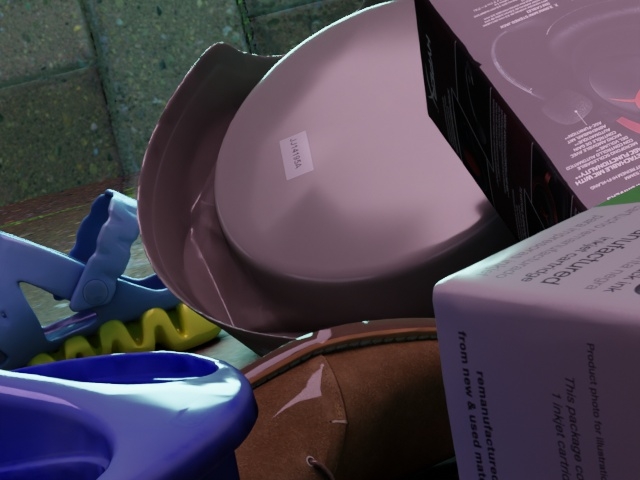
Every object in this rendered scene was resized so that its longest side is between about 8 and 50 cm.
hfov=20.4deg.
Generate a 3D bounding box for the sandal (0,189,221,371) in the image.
[{"bbox_3d":[-0.240,0.054,1.409,0.317,0.138,0.126,-19,12,-22],"label":"sandal"}]

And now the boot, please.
[{"bbox_3d":[-0.020,0.123,0.874,0.305,0.112,0.115,-14,38,-26],"label":"boot"}]

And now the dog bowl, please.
[{"bbox_3d":[0.055,-0.050,1.179,0.349,0.102,0.349,-16,46,17],"label":"dog bowl"}]

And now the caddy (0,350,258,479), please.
[{"bbox_3d":[-0.174,0.120,0.559,0.341,0.179,0.241,-12,10,17],"label":"caddy"}]

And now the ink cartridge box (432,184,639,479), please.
[{"bbox_3d":[0.221,0.052,0.651,0.289,0.121,0.211,7,22,45],"label":"ink cartridge box"}]

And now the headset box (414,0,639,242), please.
[{"bbox_3d":[0.209,-0.055,0.953,0.218,0.110,0.293,-22,47,-10],"label":"headset box"}]
